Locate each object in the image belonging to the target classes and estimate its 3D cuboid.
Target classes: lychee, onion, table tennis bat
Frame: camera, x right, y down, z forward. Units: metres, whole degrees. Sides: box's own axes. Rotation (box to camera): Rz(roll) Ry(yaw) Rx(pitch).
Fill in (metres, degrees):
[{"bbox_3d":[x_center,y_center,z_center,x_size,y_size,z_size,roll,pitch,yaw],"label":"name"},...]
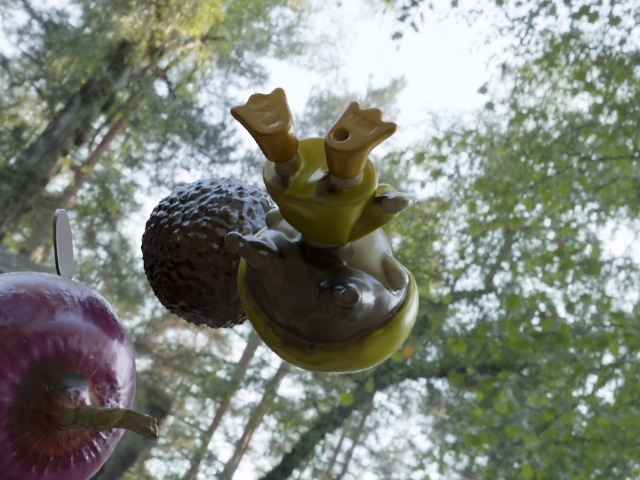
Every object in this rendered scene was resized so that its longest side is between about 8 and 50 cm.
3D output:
[{"bbox_3d":[-0.175,0.024,1.481,0.260,0.261,0.261,18,-32,12],"label":"lychee"},{"bbox_3d":[-0.436,0.216,1.341,0.358,0.358,0.345,35,-28,-16],"label":"onion"},{"bbox_3d":[-0.530,0.058,1.874,0.022,0.247,0.138,-5,-3,-2],"label":"table tennis bat"}]

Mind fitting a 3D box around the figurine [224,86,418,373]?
[{"bbox_3d":[0.000,0.000,0.981,0.215,0.187,0.344,28,-34,30],"label":"figurine"}]
